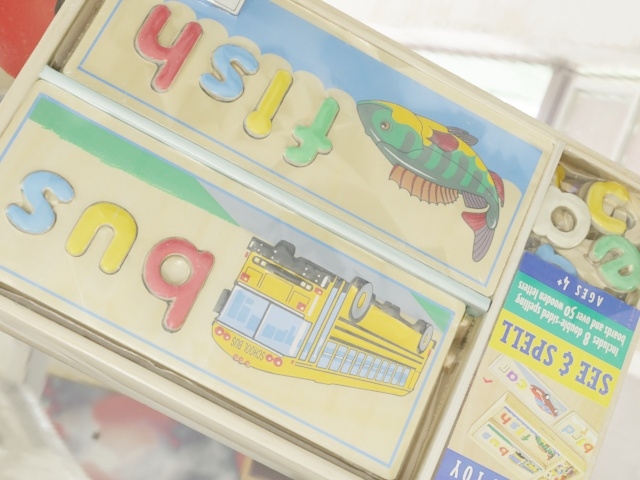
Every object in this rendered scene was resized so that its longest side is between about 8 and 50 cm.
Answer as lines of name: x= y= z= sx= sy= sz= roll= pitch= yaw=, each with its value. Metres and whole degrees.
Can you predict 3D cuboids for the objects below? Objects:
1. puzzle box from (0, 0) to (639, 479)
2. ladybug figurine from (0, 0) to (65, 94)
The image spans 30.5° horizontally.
puzzle box: x=0.000 y=0.000 z=0.710 sx=0.409 sy=0.272 sz=0.052 roll=27 pitch=-21 yaw=-6
ladybug figurine: x=-0.354 y=-0.336 z=1.270 sx=0.162 sy=0.305 sz=0.449 roll=-9 pitch=-20 yaw=8
